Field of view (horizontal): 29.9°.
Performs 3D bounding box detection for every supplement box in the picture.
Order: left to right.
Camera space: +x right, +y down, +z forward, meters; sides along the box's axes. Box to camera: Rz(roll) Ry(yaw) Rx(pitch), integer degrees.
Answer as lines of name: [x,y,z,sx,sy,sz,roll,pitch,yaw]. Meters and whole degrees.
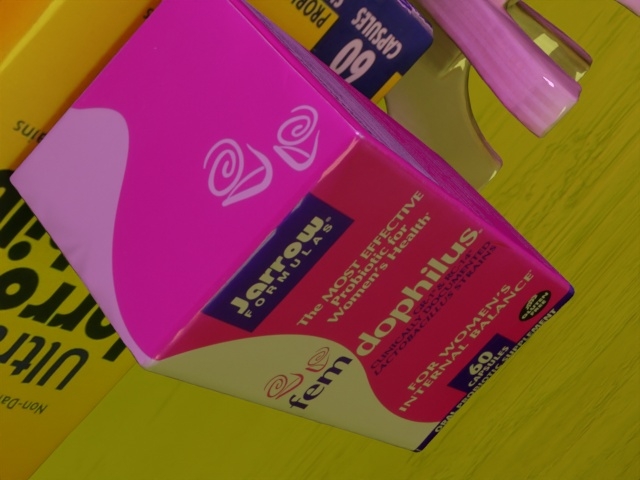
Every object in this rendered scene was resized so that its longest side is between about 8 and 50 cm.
supplement box: [-0.160,-0.053,0.553,0.356,0.195,0.194,-47,147,9]
supplement box: [0.000,0.000,0.501,0.111,0.114,0.220,-47,146,10]

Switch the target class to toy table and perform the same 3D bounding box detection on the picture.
toy table: [0.088,-0.139,0.684,0.274,0.161,0.252,-49,178,30]
